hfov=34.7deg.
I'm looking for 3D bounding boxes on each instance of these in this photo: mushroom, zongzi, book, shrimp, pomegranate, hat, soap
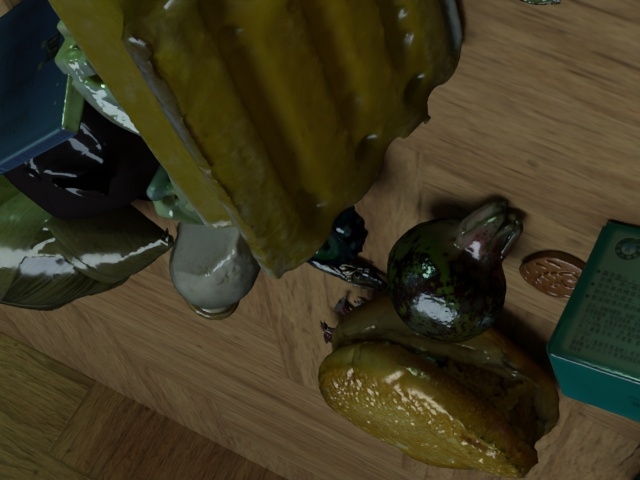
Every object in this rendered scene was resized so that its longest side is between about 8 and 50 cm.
[{"bbox_3d":[-0.144,0.029,1.403,0.128,0.128,0.350,30,162,0],"label":"mushroom"},{"bbox_3d":[-0.496,-0.056,1.404,0.499,0.218,0.467,17,161,-28],"label":"zongzi"},{"bbox_3d":[-0.309,-0.163,1.051,0.025,0.191,0.269,18,157,-39],"label":"book"},{"bbox_3d":[0.002,-0.003,1.274,0.195,0.035,0.148,30,156,7],"label":"shrimp"},{"bbox_3d":[0.149,0.033,1.058,0.163,0.138,0.126,-25,117,26],"label":"pomegranate"},{"bbox_3d":[-0.302,-0.086,1.241,0.238,0.209,0.336,18,157,19],"label":"hat"},{"bbox_3d":[-0.021,-0.150,0.704,0.143,0.259,0.281,30,160,33],"label":"soap"}]

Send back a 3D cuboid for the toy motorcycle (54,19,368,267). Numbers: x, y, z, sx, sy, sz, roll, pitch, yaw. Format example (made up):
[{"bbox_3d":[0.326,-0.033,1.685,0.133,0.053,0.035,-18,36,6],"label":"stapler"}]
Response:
[{"bbox_3d":[-0.092,-0.119,0.972,0.236,0.169,0.410,12,147,24],"label":"toy motorcycle"}]

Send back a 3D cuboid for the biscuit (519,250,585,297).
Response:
[{"bbox_3d":[0.252,0.041,1.076,0.078,0.015,0.091,33,158,-8],"label":"biscuit"}]

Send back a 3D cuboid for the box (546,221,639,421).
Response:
[{"bbox_3d":[0.342,0.091,0.890,0.244,0.153,0.092,17,155,33],"label":"box"}]

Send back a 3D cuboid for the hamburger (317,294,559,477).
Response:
[{"bbox_3d":[0.148,0.192,1.324,0.290,0.170,0.314,44,152,-25],"label":"hamburger"}]

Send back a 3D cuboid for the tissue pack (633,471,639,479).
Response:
[{"bbox_3d":[0.430,0.404,1.282,0.162,0.287,0.388,30,158,17],"label":"tissue pack"}]

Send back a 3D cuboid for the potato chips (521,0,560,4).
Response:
[{"bbox_3d":[0.139,-0.222,0.643,0.142,0.026,0.209,15,152,40],"label":"potato chips"}]

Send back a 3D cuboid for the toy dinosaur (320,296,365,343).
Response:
[{"bbox_3d":[0.058,0.121,1.470,0.108,0.032,0.220,38,146,-9],"label":"toy dinosaur"}]
